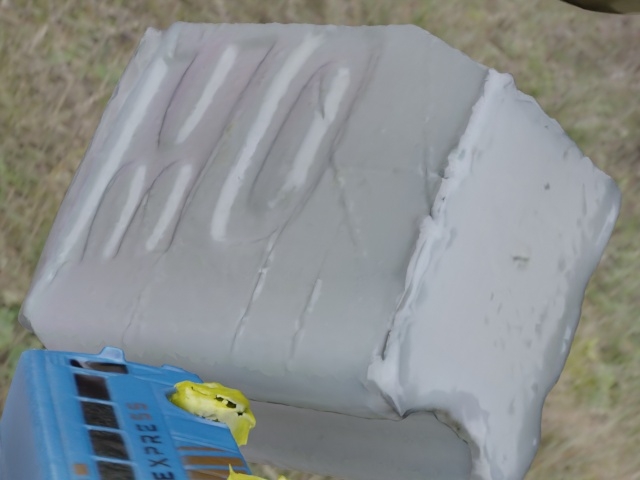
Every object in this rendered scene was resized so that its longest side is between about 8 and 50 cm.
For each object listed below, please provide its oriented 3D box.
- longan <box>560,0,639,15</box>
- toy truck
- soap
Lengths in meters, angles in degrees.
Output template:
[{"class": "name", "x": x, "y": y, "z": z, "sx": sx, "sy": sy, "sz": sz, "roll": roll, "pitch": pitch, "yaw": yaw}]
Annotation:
[{"class": "longan", "x": 0.160, "y": -0.191, "z": 0.864, "sx": 0.167, "sy": 0.187, "sz": 0.167, "roll": -3, "pitch": 98, "yaw": -24}, {"class": "toy truck", "x": -0.118, "y": 0.180, "z": 1.099, "sx": 0.162, "sy": 0.385, "sz": 0.161, "roll": 14, "pitch": 101, "yaw": -15}, {"class": "soap", "x": 0.000, "y": 0.000, "z": 1.423, "sx": 0.213, "sy": 0.435, "sz": 0.350, "roll": 43, "pitch": 65, "yaw": -39}]
